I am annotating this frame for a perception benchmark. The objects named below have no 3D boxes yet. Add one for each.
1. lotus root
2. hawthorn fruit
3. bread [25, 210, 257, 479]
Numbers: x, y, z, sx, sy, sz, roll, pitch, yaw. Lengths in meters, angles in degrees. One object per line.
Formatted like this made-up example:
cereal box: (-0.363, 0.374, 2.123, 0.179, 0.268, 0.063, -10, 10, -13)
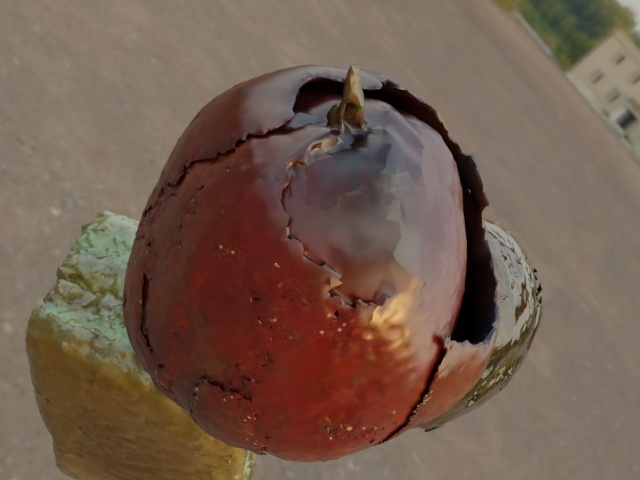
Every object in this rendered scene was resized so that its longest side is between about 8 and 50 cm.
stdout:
lotus root: (0.071, 0.042, 0.890, 0.196, 0.179, 0.397, 14, 6, 18)
hawthorn fruit: (0.000, 0.000, 0.431, 0.148, 0.172, 0.148, 5, 41, -4)
bread: (-0.095, 0.090, 0.675, 0.138, 0.196, 0.102, 23, 51, 7)
